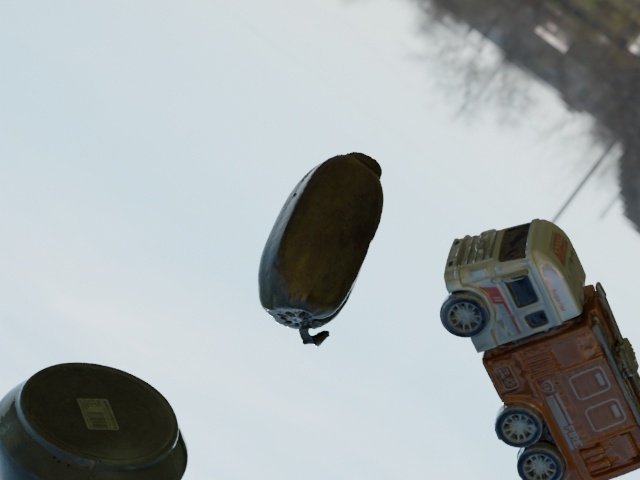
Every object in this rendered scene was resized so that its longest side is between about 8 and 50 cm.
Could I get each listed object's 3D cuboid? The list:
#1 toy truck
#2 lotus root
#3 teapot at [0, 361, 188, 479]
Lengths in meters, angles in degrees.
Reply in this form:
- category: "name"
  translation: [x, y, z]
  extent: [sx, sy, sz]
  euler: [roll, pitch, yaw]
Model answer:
- category: "toy truck"
  translation: [0.326, 0.158, 2.284]
  extent: [0.387, 0.207, 0.173]
  euler: [62, -159, -18]
- category: "lotus root"
  translation: [0.000, 0.000, 1.964]
  extent: [0.123, 0.241, 0.124]
  euler: [24, 153, -7]
- category: "teapot"
  translation: [-0.215, 0.245, 1.414]
  extent: [0.171, 0.225, 0.203]
  euler: [7, -150, -22]
